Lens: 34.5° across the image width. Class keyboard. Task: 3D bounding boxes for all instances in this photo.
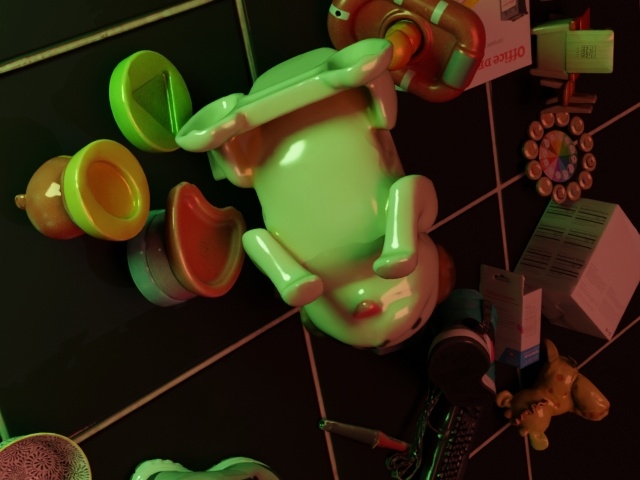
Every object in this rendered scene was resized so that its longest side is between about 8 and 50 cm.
[{"bbox_3d":[0.230,0.357,1.880,0.201,0.033,0.317,36,67,-44],"label":"keyboard"}]

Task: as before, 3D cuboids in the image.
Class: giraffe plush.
[{"bbox_3d":[0.448,0.318,2.035,0.170,0.181,0.210,-42,141,0],"label":"giraffe plush"}]

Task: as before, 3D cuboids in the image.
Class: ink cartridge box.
[{"bbox_3d":[0.351,0.133,1.912,0.061,0.104,0.181,-16,112,-40],"label":"ink cartridge box"},{"bbox_3d":[0.214,-0.403,1.617,0.226,0.131,0.306,-25,117,-36],"label":"ink cartridge box"}]

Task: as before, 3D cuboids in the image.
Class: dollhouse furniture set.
[{"bbox_3d":[0.447,-0.346,1.782,0.259,0.135,0.262,-46,136,-61],"label":"dollhouse furniture set"}]

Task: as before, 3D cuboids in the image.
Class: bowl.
[{"bbox_3d":[-0.380,0.309,1.288,0.170,0.080,0.170,-15,112,-41],"label":"bowl"}]

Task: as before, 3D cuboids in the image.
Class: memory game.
[{"bbox_3d":[0.454,-0.162,1.952,0.186,0.012,0.186,2,86,-31],"label":"memory game"}]

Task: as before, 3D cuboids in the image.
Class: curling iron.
[{"bbox_3d":[0.091,0.355,1.777,0.274,0.035,0.068,34,77,-43],"label":"curling iron"}]

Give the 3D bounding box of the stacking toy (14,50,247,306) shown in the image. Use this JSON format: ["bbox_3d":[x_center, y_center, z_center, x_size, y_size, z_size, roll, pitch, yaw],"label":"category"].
[{"bbox_3d":[-0.232,-0.073,1.340,0.309,0.130,0.280,41,47,-45],"label":"stacking toy"}]

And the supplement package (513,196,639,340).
[{"bbox_3d":[0.509,0.050,2.006,0.194,0.149,0.203,42,72,-41],"label":"supplement package"}]

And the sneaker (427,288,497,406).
[{"bbox_3d":[0.242,0.157,1.755,0.295,0.123,0.178,63,21,-60],"label":"sneaker"}]

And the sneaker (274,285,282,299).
[{"bbox_3d":[0.000,0.000,1.578,0.221,0.087,0.128,-29,107,-42],"label":"sneaker"}]

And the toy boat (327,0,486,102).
[{"bbox_3d":[0.113,-0.287,1.481,0.151,0.231,0.151,-46,163,-57],"label":"toy boat"}]

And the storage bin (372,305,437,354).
[{"bbox_3d":[0.129,0.135,1.719,0.135,0.098,0.091,-11,119,-41],"label":"storage bin"}]

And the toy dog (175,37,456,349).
[{"bbox_3d":[0.017,-0.034,1.394,0.284,0.395,0.408,-24,106,0],"label":"toy dog"}]

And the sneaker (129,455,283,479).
[{"bbox_3d":[-0.149,0.378,1.508,0.271,0.108,0.100,11,92,-46],"label":"sneaker"}]
